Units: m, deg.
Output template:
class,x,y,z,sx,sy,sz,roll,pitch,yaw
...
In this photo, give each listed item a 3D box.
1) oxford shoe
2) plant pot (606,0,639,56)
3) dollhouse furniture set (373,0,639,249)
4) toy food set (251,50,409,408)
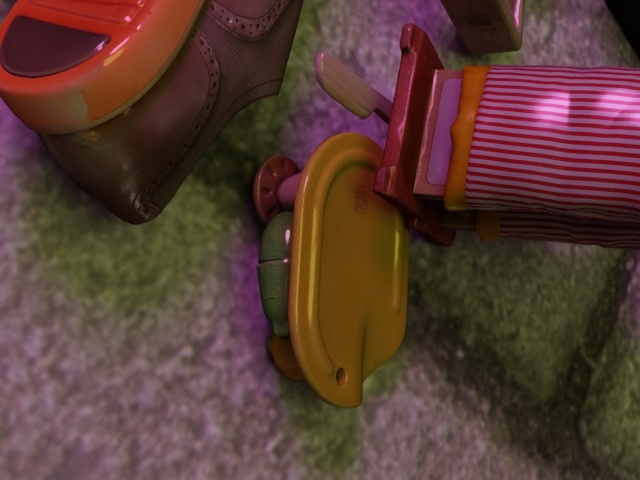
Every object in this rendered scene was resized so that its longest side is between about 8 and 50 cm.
class,x,y,z,sx,sy,sz,roll,pitch,yaw
oxford shoe,-0.066,-0.171,0.611,0.364,0.130,0.133,-59,144,-30
plant pot,0.366,-0.218,0.821,0.187,0.167,0.188,-43,103,-28
dollhouse furniture set,0.175,-0.177,0.655,0.152,0.201,0.374,35,61,-63
toy food set,0.000,0.000,0.639,0.128,0.071,0.218,16,76,-52
